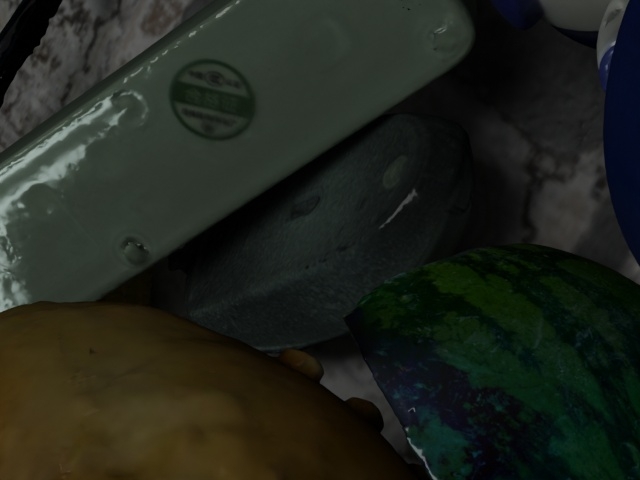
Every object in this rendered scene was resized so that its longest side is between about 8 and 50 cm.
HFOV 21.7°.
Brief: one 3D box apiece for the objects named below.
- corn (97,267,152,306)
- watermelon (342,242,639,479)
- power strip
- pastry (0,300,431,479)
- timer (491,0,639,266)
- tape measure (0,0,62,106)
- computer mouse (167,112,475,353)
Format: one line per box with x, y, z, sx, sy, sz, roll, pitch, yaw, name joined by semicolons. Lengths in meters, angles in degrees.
-0.132;0.066;0.964;0.067;0.067;0.206;-13;66;37;corn
0.097;0.091;0.705;0.128;0.146;0.231;-44;50;21;watermelon
-0.076;-0.053;0.863;0.385;0.091;0.062;-32;17;21;power strip
-0.077;0.221;0.725;0.409;0.245;0.409;3;94;52;pastry
0.187;-0.098;0.656;0.270;0.270;0.383;-55;34;13;timer
-0.194;-0.228;1.090;0.215;0.098;0.351;40;100;39;tape measure
0.005;0.003;0.868;0.229;0.068;0.113;-19;45;48;computer mouse
